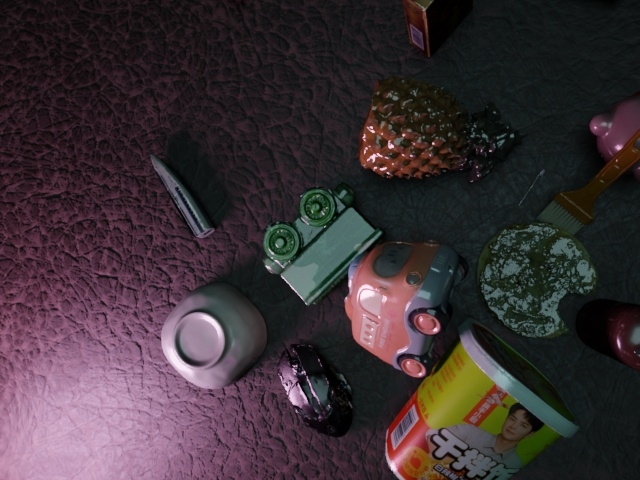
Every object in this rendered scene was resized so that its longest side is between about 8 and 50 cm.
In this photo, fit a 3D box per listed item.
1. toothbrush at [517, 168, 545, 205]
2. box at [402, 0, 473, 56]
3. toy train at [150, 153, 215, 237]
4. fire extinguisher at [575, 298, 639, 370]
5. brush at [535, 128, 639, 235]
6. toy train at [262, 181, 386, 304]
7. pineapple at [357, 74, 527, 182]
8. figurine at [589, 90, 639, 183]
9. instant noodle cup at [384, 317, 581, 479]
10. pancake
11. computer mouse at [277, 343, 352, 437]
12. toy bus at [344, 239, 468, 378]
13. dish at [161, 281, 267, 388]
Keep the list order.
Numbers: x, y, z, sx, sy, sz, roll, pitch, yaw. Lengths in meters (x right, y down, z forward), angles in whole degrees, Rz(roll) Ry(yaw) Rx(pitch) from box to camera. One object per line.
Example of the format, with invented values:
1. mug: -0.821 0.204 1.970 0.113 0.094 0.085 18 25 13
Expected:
1. toothbrush: 0.466 -0.116 1.226 0.008 0.006 0.097 35 95 7
2. box: 0.254 -0.507 1.171 0.071 0.240 0.159 45 96 12
3. toy train: -0.345 -0.122 1.372 0.048 0.055 0.252 -34 82 9
4. fire extinguisher: 0.578 0.167 1.020 0.135 0.337 0.114 -35 82 8
5. brush: 0.561 -0.118 1.105 0.090 0.017 0.314 42 134 10
6. toy train: 0.000 0.000 1.251 0.266 0.145 0.202 -45 83 7
7. pineapple: 0.266 -0.216 1.185 0.356 0.223 0.223 12 90 -1
8. figurine: 0.643 -0.207 1.112 0.173 0.173 0.174 -1 87 12
9. instant noodle cup: 0.300 0.363 1.118 0.294 0.294 0.308 41 104 11
10. pancake: 0.455 0.080 1.191 0.253 0.037 0.254 -2 85 20
11. computer mouse: -0.013 0.346 1.270 0.146 0.077 0.242 -35 81 6
12. toy bus: 0.164 0.124 1.153 0.231 0.194 0.288 20 133 19
13. dish: -0.263 0.228 1.307 0.255 0.117 0.257 -1 87 13
